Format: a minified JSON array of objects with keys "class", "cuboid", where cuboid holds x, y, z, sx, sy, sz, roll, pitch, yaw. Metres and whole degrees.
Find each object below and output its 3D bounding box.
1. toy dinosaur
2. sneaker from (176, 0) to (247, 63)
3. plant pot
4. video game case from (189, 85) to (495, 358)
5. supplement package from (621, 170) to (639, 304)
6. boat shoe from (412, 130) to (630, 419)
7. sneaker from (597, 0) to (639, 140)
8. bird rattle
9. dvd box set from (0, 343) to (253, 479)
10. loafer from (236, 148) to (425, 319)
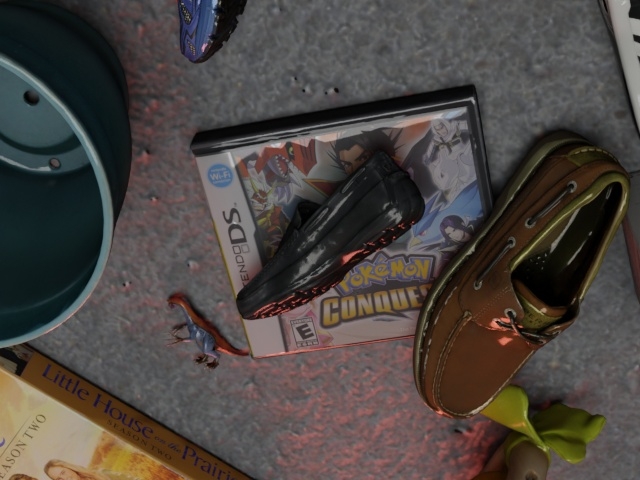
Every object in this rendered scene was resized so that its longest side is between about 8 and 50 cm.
[{"class":"toy dinosaur","cuboid":[-0.129,0.093,1.185,0.090,0.047,0.082,-16,110,-23]},{"class":"sneaker","cuboid":[-0.111,-0.263,0.973,0.087,0.083,0.221,8,113,16]},{"class":"plant pot","cuboid":[-0.280,-0.087,0.971,0.272,0.255,0.271,3,118,5]},{"class":"video game case","cuboid":[0.035,-0.010,1.105,0.275,0.035,0.248,-9,116,10]},{"class":"supplement package","cuboid":[0.381,0.025,0.995,0.194,0.203,0.149,-13,115,12]},{"class":"boat shoe","cuboid":[0.181,0.048,1.045,0.111,0.104,0.307,16,109,-22]},{"class":"sneaker","cuboid":[0.311,-0.187,0.968,0.121,0.079,0.216,-18,123,11]},{"class":"bird rattle","cuboid":[0.194,0.271,1.132,0.143,0.253,0.207,17,142,-3]},{"class":"dvd box set","cuboid":[-0.297,0.301,1.285,0.420,0.062,0.307,34,115,-12]},{"class":"loafer","cuboid":[0.000,0.000,1.061,0.223,0.076,0.078,-38,72,28]}]
